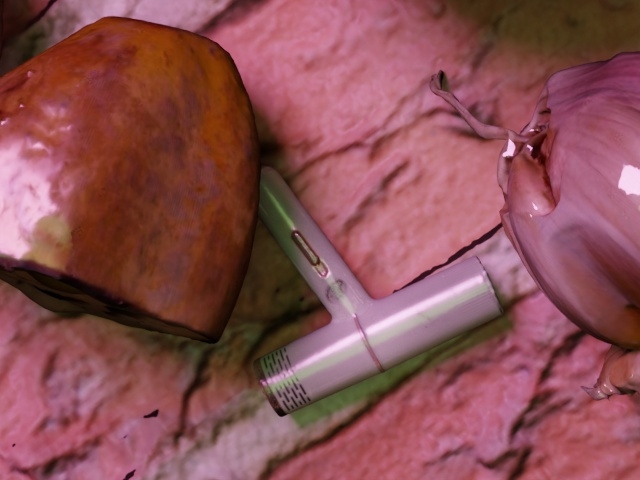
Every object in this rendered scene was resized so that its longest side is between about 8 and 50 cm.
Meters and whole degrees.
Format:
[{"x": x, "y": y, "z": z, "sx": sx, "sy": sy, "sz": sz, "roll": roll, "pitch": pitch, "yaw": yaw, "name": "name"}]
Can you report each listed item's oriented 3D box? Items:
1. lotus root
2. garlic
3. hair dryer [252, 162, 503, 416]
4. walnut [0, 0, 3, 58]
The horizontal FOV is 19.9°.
[{"x": -0.132, "y": -0.048, "z": 1.057, "sx": 0.199, "sy": 0.188, "sz": 0.180, "roll": 23, "pitch": 83, "yaw": -31, "name": "lotus root"}, {"x": 0.160, "y": -0.010, "z": 1.054, "sx": 0.256, "sy": 0.207, "sz": 0.207, "roll": 11, "pitch": 93, "yaw": 40, "name": "garlic"}, {"x": 0.006, "y": -0.005, "z": 1.121, "sx": 0.155, "sy": 0.044, "sz": 0.183, "roll": -24, "pitch": 86, "yaw": 4, "name": "hair dryer"}, {"x": -0.297, "y": -0.154, "z": 1.049, "sx": 0.248, "sy": 0.248, "sz": 0.248, "roll": 0, "pitch": 91, "yaw": 6, "name": "walnut"}]
